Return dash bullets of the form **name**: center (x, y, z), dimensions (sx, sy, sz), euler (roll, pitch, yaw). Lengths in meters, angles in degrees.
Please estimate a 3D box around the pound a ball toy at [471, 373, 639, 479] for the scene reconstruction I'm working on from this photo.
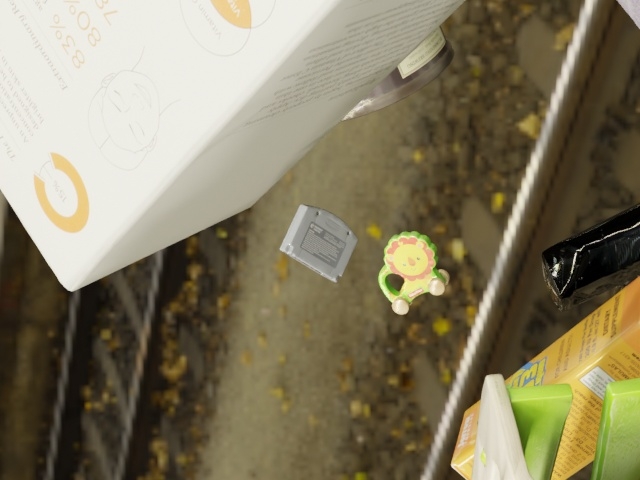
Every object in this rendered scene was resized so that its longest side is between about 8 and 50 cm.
- **pound a ball toy**: center (0.129, 0.233, 0.920), dimensions (0.136, 0.208, 0.319), euler (-101, 8, -45)

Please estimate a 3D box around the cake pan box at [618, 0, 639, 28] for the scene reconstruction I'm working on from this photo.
- **cake pan box**: center (0.461, -0.342, 1.902), dimensions (0.267, 0.070, 0.246), euler (57, -177, 23)

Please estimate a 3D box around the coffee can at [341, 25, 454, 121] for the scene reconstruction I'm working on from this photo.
- **coffee can**: center (0.018, -0.309, 1.689), dimensions (0.275, 0.201, 0.201), euler (64, 165, -21)

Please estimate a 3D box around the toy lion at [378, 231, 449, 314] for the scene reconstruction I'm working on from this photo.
- **toy lion**: center (0.116, 0.037, 1.844), dimensions (0.100, 0.034, 0.096), euler (-32, 102, 32)

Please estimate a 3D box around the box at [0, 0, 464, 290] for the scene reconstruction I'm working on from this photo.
- **box**: center (-0.069, -0.158, 0.783), dimensions (0.215, 0.168, 0.345), euler (57, 137, 7)

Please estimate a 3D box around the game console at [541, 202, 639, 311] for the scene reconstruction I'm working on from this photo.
- **game console**: center (0.296, 0.008, 1.223), dimensions (0.044, 0.213, 0.361), euler (65, -176, 14)

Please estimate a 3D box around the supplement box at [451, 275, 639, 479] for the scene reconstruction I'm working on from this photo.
- **supplement box**: center (0.212, 0.129, 1.150), dimensions (0.233, 0.080, 0.078), euler (-47, 11, 34)

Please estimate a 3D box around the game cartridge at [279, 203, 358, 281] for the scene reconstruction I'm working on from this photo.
- **game cartridge**: center (0.000, 0.000, 1.321), dimensions (0.017, 0.083, 0.056), euler (22, 82, 45)
